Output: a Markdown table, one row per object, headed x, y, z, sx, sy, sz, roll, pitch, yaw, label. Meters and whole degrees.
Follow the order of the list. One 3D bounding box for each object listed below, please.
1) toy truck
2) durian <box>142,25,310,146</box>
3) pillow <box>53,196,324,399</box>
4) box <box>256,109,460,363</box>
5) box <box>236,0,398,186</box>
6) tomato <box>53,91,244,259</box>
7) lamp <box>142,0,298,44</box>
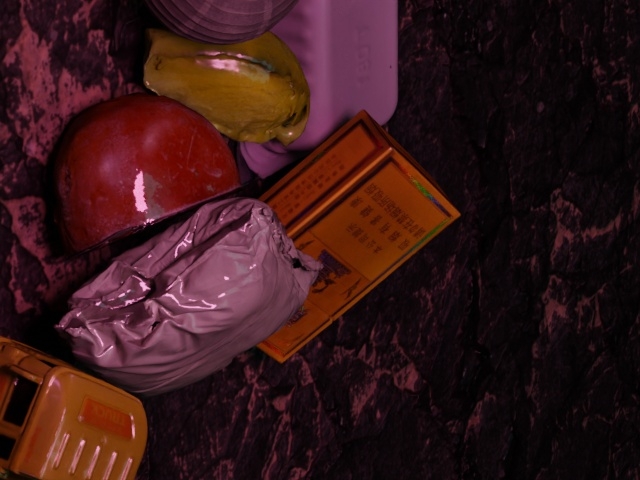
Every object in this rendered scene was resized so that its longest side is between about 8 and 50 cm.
| x | y | z | sx | sy | sz | roll | pitch | yaw | label |
| --- | --- | --- | --- | --- | --- | --- | --- | --- | --- |
| -0.330 | 0.315 | 1.950 | 0.180 | 0.254 | 0.405 | 32 | 75 | -48 | toy truck |
| -0.098 | -0.188 | 2.147 | 0.250 | 0.139 | 0.101 | 16 | 47 | -37 | durian |
| -0.139 | 0.064 | 2.062 | 0.283 | 0.138 | 0.310 | -30 | 162 | 0 | pillow |
| 0.000 | 0.000 | 2.274 | 0.301 | 0.084 | 0.193 | -40 | 141 | 8 | box |
| 0.011 | -0.245 | 2.282 | 0.264 | 0.106 | 0.337 | -30 | 128 | -43 | box |
| -0.204 | -0.083 | 2.043 | 0.214 | 0.180 | 0.155 | -22 | 94 | -51 | tomato |
| -0.104 | -0.346 | 1.999 | 0.233 | 0.233 | 0.265 | 28 | 77 | -53 | lamp |
